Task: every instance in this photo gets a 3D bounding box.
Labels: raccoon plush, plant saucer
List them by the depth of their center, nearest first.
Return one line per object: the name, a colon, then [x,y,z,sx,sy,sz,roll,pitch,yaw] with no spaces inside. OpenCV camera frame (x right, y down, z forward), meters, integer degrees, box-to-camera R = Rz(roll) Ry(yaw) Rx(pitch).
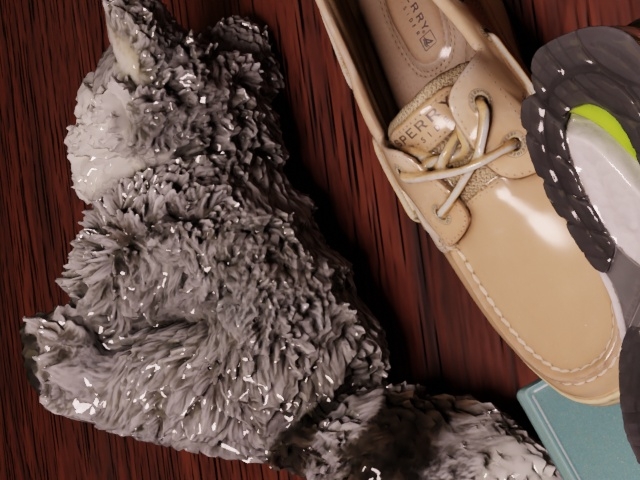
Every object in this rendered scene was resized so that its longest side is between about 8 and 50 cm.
plant saucer: [0.181,0.148,0.822,0.067,0.018,0.192,-30,63,7]
raccoon plush: [0.000,0.000,1.000,0.446,0.216,0.299,13,90,19]

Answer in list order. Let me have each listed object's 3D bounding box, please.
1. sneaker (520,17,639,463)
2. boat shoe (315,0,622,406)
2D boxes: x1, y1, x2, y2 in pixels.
sneaker: [0.208,0.020,0.733,0.111,0.121,0.300,-3,111,52]
boat shoe: [0.083,-0.053,0.857,0.121,0.110,0.341,-44,58,27]
